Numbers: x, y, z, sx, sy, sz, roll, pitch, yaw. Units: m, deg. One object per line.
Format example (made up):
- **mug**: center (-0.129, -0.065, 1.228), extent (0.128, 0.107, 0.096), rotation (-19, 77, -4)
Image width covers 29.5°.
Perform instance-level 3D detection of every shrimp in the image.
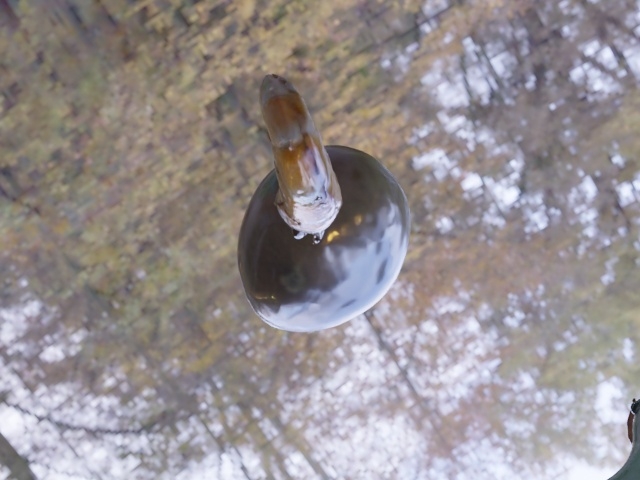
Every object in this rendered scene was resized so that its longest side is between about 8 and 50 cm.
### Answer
- **shrimp**: center (-0.026, -0.072, 1.168), extent (0.063, 0.152, 0.287), rotation (-22, 171, -4)

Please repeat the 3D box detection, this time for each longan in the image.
- **longan**: center (0.000, 0.000, 1.533), extent (0.248, 0.248, 0.248), rotation (-29, -161, 11)

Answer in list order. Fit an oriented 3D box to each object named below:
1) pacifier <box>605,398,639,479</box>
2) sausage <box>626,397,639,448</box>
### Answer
- **pacifier**: center (0.333, 0.266, 0.941), extent (0.288, 0.269, 0.343), rotation (27, -136, 30)
- **sausage**: center (0.512, 0.345, 1.701), extent (0.117, 0.317, 0.125), rotation (4, -131, 30)
